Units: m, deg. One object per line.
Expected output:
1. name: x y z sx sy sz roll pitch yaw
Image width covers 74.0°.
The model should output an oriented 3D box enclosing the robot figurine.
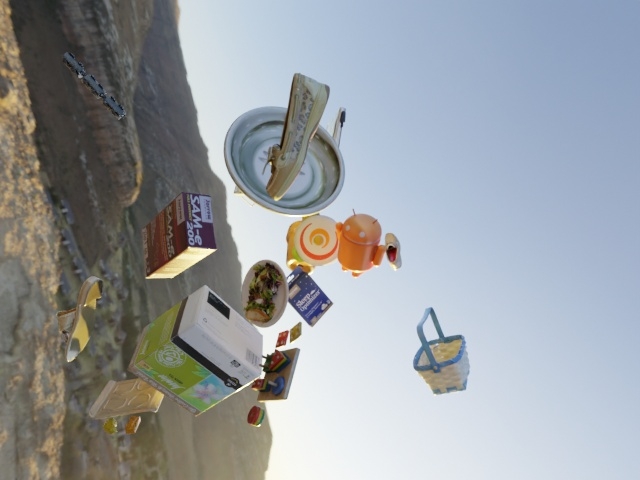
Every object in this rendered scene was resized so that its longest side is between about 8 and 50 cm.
1. robot figurine: 0.119 0.009 1.321 0.158 0.128 0.220 -108 -159 -52

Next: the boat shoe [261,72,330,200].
1. boat shoe: -0.073 -0.233 0.974 0.285 0.089 0.104 -67 -161 8

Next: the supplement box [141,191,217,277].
1. supplement box: -0.333 -0.004 0.981 0.239 0.073 0.130 -27 -112 43

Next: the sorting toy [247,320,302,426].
1. sorting toy: -0.120 0.336 1.108 0.132 0.046 0.275 -26 -141 47

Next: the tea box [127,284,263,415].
1. tea box: -0.435 0.402 1.539 0.329 0.323 0.220 48 16 -27

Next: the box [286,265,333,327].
1. box: -0.061 0.227 1.721 0.225 0.136 0.036 50 -19 -19

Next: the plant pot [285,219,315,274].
1. plant pot: -0.072 0.045 1.920 0.205 0.205 0.188 98 7 -53

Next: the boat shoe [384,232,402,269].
1. boat shoe: 0.288 0.032 1.703 0.059 0.063 0.170 47 28 -49

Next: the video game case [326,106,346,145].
1. video game case: 0.044 -0.434 2.027 0.300 0.036 0.329 -169 -89 -80

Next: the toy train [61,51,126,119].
1. toy train: -0.459 -0.310 0.865 0.158 0.027 0.036 48 -22 -13

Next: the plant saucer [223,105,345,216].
1. plant saucer: -0.118 -0.242 1.371 0.100 0.400 0.401 -48 -122 57

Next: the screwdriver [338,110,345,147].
1. screwdriver: 0.085 -0.456 1.768 0.025 0.024 0.170 -176 -85 -82

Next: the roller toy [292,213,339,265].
1. roller toy: 0.000 0.000 1.609 0.146 0.191 0.209 33 77 -84

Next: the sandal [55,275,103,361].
1. sandal: -0.636 0.189 1.096 0.088 0.079 0.240 -48 163 -76

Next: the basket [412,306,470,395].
1. basket: 0.449 0.420 1.620 0.254 0.201 0.289 -22 93 -63

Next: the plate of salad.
1. plate of salad: -0.172 0.154 1.237 0.199 0.048 0.200 -8 -102 39

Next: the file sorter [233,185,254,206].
1. file sorter: -0.200 -0.248 1.864 0.173 0.277 0.193 53 46 -62

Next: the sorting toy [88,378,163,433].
1. sorting toy: -0.683 0.584 1.504 0.307 0.228 0.041 -109 -164 -74
